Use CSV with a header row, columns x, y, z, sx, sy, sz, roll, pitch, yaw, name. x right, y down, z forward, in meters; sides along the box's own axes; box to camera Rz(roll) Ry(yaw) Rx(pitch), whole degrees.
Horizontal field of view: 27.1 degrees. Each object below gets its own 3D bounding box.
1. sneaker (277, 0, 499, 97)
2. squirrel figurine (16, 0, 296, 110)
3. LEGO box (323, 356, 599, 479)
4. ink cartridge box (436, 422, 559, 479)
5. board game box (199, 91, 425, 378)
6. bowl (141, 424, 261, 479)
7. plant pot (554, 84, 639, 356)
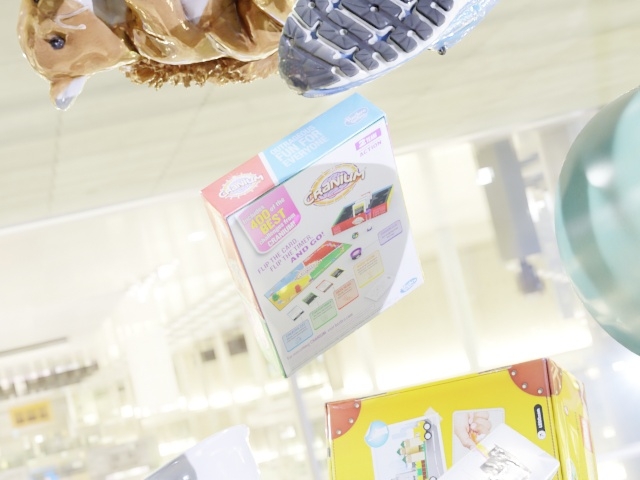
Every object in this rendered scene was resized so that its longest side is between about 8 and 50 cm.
x,y,z,sx,sy,sz,roll,pitch,yaw,name
0.095,-0.229,1.353,0.330,0.130,0.147,-34,160,-23,sneaker
-0.225,-0.307,1.879,0.370,0.281,0.397,-24,161,2,squirrel figurine
0.223,0.461,1.958,0.372,0.500,0.193,-15,155,24,LEGO box
0.141,0.264,1.252,0.175,0.072,0.127,-23,143,-60,ink cartridge box
0.000,0.000,1.693,0.242,0.064,0.316,-33,137,-16,board game box
-0.188,0.398,1.868,0.298,0.134,0.298,-35,166,-10,bowl
0.379,-0.039,1.154,0.293,0.293,0.235,-13,170,-10,plant pot
